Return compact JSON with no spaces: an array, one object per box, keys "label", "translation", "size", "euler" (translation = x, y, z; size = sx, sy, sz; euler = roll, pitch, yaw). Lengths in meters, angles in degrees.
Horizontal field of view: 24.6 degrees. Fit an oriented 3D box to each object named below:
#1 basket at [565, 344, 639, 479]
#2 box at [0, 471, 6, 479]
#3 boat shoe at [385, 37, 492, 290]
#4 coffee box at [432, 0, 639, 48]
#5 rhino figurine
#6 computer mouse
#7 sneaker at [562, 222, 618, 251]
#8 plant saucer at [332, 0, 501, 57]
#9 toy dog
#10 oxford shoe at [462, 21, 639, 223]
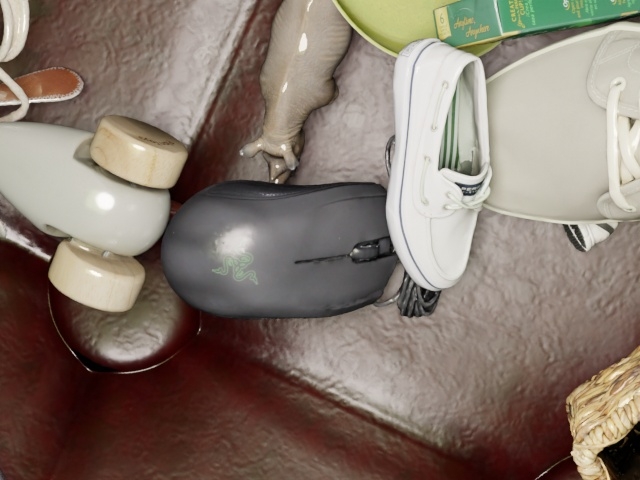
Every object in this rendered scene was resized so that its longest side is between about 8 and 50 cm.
[{"label":"basket","translation":[0.375,0.154,1.218],"size":[0.299,0.223,0.213],"euler":[-36,89,8]},{"label":"box","translation":[-0.374,0.280,1.370],"size":[0.163,0.142,0.247],"euler":[-33,90,9]},{"label":"boat shoe","translation":[0.105,-0.055,1.238],"size":[0.083,0.076,0.226],"euler":[-24,118,-32]},{"label":"coffee box","translation":[0.199,-0.196,1.235],"size":[0.184,0.113,0.040],"euler":[-12,95,-23]},{"label":"rhino figurine","translation":[-0.017,-0.149,1.307],"size":[0.073,0.106,0.243],"euler":[17,96,7]},{"label":"computer mouse","translation":[0.000,0.000,1.259],"size":[0.272,0.072,0.188],"euler":[-9,107,-25]},{"label":"sneaker","translation":[0.230,-0.046,1.320],"size":[0.044,0.040,0.109],"euler":[-24,90,-13]},{"label":"plant saucer","translation":[0.086,-0.269,1.268],"size":[0.241,0.037,0.240],"euler":[1,88,-29]},{"label":"toy dog","translation":[-0.245,-0.076,1.345],"size":[0.220,0.161,0.333],"euler":[-45,74,16]},{"label":"oxford shoe","translation":[0.287,-0.088,1.166],"size":[0.449,0.130,0.169],"euler":[-1,107,36]}]
